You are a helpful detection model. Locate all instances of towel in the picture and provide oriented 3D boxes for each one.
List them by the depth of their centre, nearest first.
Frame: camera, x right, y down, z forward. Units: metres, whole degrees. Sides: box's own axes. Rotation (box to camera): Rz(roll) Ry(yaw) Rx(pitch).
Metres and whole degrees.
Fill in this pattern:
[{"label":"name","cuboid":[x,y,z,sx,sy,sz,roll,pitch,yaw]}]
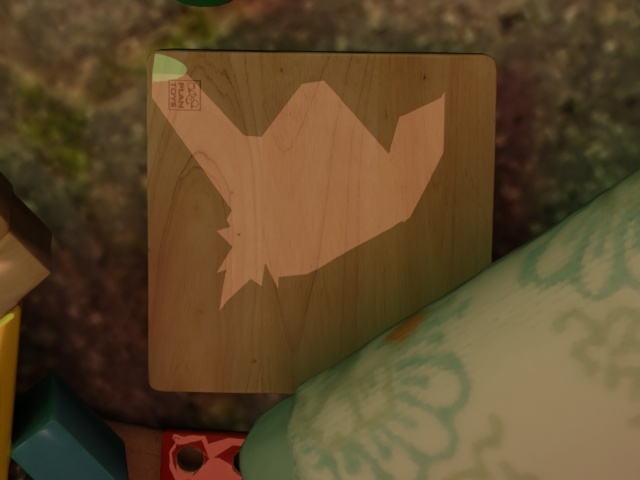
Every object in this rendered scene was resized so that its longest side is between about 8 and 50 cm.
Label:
[{"label":"towel","cuboid":[0.208,0.104,0.581,0.320,0.090,0.374,-36,118,28]}]

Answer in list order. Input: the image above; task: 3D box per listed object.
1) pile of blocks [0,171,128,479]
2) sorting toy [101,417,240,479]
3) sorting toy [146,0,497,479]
[{"label":"pile of blocks","cuboid":[-0.138,0.135,0.636,0.149,0.112,0.362,10,108,-12]},{"label":"sorting toy","cuboid":[-0.114,0.223,0.715,0.229,0.041,0.307,9,102,-1]},{"label":"sorting toy","cuboid":[0.000,0.000,0.660,0.132,0.046,0.274,1,100,1]}]
